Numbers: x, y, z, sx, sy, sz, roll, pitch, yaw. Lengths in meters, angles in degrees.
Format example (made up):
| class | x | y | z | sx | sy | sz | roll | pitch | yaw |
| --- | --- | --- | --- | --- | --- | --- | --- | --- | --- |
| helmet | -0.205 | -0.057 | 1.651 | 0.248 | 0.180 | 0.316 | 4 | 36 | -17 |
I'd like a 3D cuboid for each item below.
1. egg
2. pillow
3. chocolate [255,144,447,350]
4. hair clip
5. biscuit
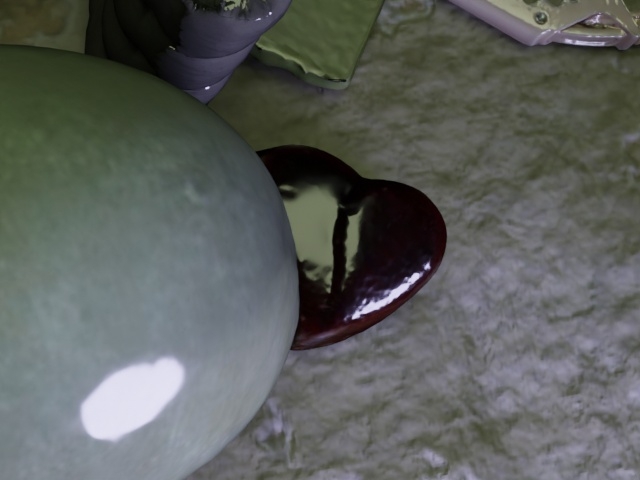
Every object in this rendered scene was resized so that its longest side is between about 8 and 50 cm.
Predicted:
| class | x | y | z | sx | sy | sz | roll | pitch | yaw |
| --- | --- | --- | --- | --- | --- | --- | --- | --- | --- |
| egg | -0.166 | 0.028 | 0.751 | 0.352 | 0.258 | 0.258 | -13 | 77 | -47 |
| pillow | -0.068 | -0.238 | 0.869 | 0.101 | 0.228 | 0.326 | 12 | 73 | -15 |
| chocolate | 0.000 | 0.000 | 0.901 | 0.149 | 0.080 | 0.125 | 26 | 72 | -6 |
| hair clip | 0.189 | -0.142 | 1.000 | 0.226 | 0.034 | 0.072 | 0 | 77 | -11 |
| biscuit | 0.030 | -0.251 | 0.993 | 0.099 | 0.038 | 0.322 | 24 | 72 | -8 |
